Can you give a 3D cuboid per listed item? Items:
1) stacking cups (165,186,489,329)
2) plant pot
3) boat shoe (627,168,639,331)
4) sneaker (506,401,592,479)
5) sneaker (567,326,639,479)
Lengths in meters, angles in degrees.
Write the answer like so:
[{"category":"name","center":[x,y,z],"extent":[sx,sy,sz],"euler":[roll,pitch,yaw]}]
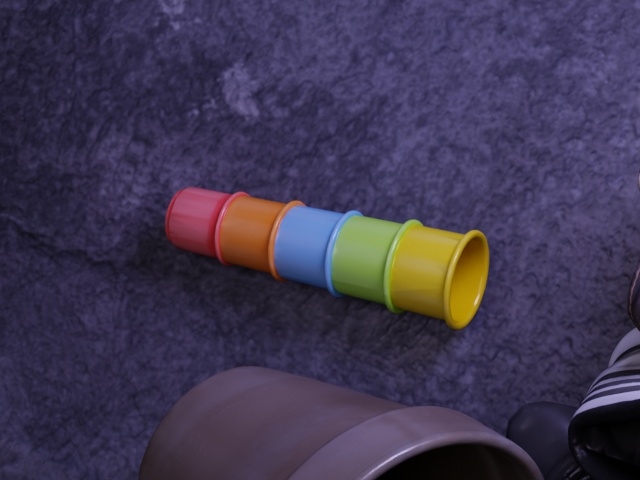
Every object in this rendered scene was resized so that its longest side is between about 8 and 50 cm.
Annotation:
[{"category":"stacking cups","center":[0.000,0.000,1.865],"extent":[0.316,0.096,0.096],"euler":[15,84,25]},{"category":"plant pot","center":[-0.009,0.251,1.709],"extent":[0.280,0.323,0.323],"euler":[31,90,43]},{"category":"boat shoe","center":[0.346,-0.036,1.674],"extent":[0.130,0.132,0.355],"euler":[-3,37,46]},{"category":"sneaker","center":[0.263,0.240,1.682],"extent":[0.109,0.130,0.286],"euler":[-48,64,6]},{"category":"sneaker","center":[0.409,0.171,1.549],"extent":[0.447,0.257,0.169],"euler":[1,107,27]}]
